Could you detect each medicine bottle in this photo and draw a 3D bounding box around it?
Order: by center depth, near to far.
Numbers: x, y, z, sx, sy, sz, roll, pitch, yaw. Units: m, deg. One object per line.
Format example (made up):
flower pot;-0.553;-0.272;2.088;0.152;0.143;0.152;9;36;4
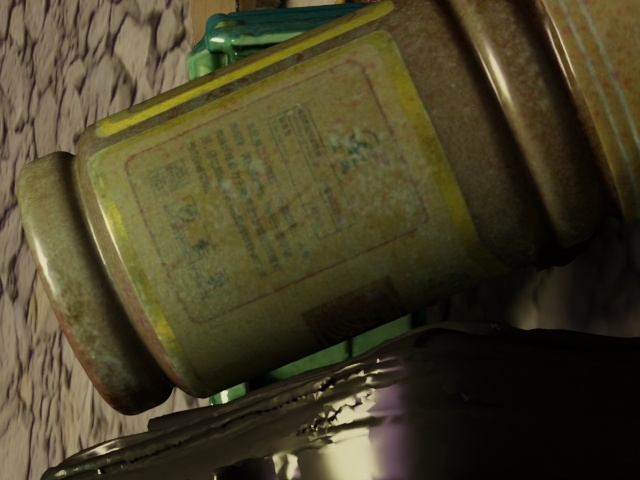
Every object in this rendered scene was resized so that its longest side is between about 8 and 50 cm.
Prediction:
medicine bottle;0.023;-0.035;0.906;0.322;0.151;0.151;-23;49;2

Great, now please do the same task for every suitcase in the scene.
suitcase;0.052;0.157;0.859;0.345;0.339;0.188;-24;64;51

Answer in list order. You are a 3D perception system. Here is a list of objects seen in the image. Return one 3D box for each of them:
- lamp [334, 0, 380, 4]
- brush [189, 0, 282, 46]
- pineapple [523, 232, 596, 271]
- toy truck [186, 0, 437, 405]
lamp;0.064;-0.140;1.162;0.253;0.118;0.118;-38;49;48
brush;-0.060;-0.139;1.402;0.070;0.065;0.327;-8;81;49
pineapple;0.105;-0.036;1.096;0.159;0.074;0.074;40;112;58
toy truck;0.000;0.000;1.087;0.156;0.155;0.278;-110;16;-64
